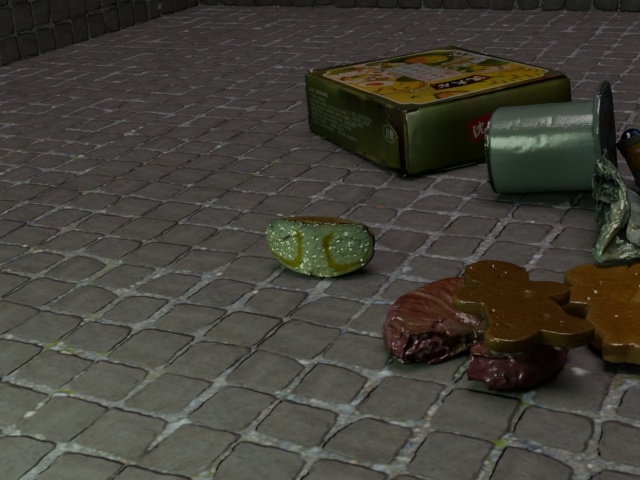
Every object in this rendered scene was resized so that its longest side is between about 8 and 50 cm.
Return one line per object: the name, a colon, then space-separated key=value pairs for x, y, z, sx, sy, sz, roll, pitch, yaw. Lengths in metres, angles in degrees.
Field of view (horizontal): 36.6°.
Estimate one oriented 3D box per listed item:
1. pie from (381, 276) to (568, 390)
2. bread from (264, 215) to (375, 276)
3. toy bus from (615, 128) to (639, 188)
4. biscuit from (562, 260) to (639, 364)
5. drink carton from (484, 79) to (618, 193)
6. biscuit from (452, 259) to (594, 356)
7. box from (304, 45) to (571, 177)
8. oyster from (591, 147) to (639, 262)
pie: x=0.182 y=0.103 z=1.138 sx=0.219 sy=0.054 sz=0.204 roll=7 pitch=25 yaw=24
bread: x=0.000 y=0.000 z=1.378 sx=0.157 sy=0.083 sz=0.094 roll=0 pitch=20 yaw=4
toy bus: x=0.586 y=-0.142 z=1.551 sx=0.210 sy=0.136 sz=0.126 roll=-18 pitch=-3 yaw=-31
biscuit: x=0.381 y=0.087 z=1.166 sx=0.184 sy=0.035 sz=0.249 roll=-4 pitch=21 yaw=1
drink carton: x=0.382 y=-0.157 z=1.580 sx=0.190 sy=0.191 sz=0.185 roll=1 pitch=24 yaw=28
biscuit: x=0.221 y=0.073 z=1.100 sx=0.138 sy=0.031 sz=0.205 roll=-6 pitch=25 yaw=-10
box: x=0.221 y=-0.269 z=1.926 sx=0.373 sy=0.138 sz=0.420 roll=-14 pitch=24 yaw=-23
oyster: x=0.434 y=-0.039 z=1.373 sx=0.087 sy=0.199 sz=0.252 roll=-26 pitch=46 yaw=25
